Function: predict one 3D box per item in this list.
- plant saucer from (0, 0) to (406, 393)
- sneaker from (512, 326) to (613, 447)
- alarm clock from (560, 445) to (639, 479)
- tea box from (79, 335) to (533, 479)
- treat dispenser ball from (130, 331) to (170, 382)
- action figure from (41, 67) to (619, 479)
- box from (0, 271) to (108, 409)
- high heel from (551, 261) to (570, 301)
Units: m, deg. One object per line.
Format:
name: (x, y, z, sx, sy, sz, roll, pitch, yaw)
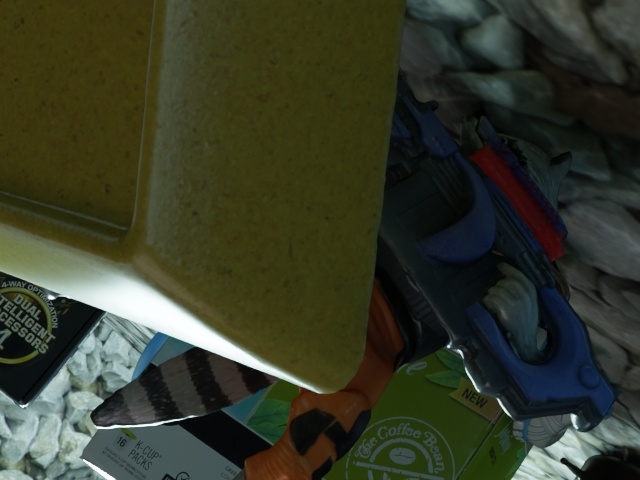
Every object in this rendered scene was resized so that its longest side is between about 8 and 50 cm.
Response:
plant saucer: (-0.113, -0.127, 0.495, 0.332, 0.333, 0.081, 14, -167, 40)
sneaker: (0.220, 0.148, 0.996, 0.082, 0.071, 0.191, 23, 159, 25)
alarm clock: (0.325, 0.281, 1.130, 0.129, 0.064, 0.192, 19, 152, 47)
tea box: (0.003, 0.205, 1.138, 0.329, 0.324, 0.220, 29, 162, 24)
treat dispenser ball: (-0.109, 0.218, 1.464, 0.288, 0.288, 0.288, 34, 163, 12)
action figure: (0.000, 0.000, 0.681, 0.341, 0.330, 0.178, 63, 162, 10)
box: (-0.400, -0.042, 1.326, 0.395, 0.318, 0.097, 40, 162, -2)
high heel: (0.063, -0.032, 0.780, 0.186, 0.093, 0.261, 28, 177, 45)
